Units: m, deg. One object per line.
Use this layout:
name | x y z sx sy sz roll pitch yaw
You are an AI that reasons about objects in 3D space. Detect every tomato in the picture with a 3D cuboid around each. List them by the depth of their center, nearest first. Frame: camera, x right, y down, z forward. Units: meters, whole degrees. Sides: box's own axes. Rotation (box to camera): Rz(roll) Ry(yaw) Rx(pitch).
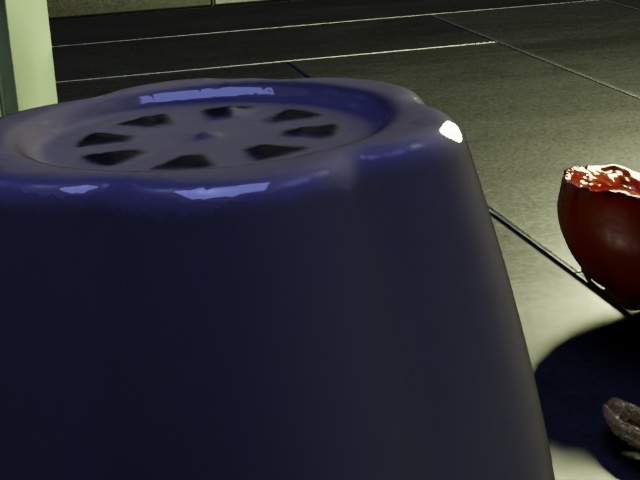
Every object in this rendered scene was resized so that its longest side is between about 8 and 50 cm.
tomato | 0.269 0.011 0.845 0.228 0.101 0.228 4 14 -1

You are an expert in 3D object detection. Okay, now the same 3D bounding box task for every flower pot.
flower pot | -0.036 0.071 0.481 0.265 0.243 0.265 -4 21 2

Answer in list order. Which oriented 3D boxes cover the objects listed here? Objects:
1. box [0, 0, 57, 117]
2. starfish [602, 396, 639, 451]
box | -0.337 -0.088 1.029 0.225 0.224 0.117 -2 17 4
starfish | 0.252 0.106 0.637 0.241 0.043 0.227 9 19 40
